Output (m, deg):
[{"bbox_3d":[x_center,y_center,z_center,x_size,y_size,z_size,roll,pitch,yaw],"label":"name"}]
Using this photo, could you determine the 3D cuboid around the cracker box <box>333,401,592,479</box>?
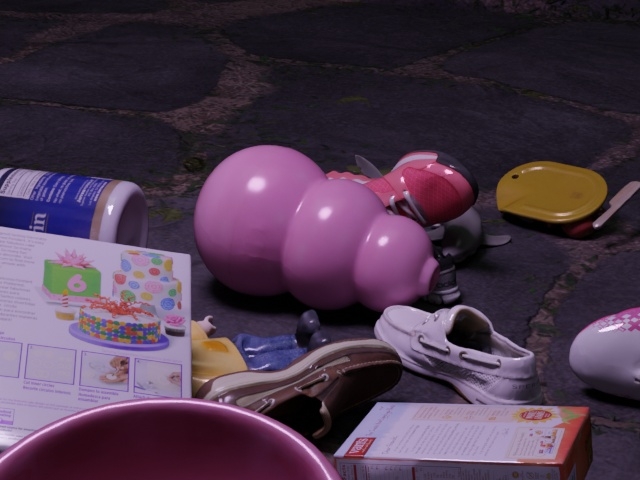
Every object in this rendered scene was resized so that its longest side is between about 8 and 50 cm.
[{"bbox_3d":[0.146,0.220,1.599,0.232,0.067,0.155,0,15,20],"label":"cracker box"}]

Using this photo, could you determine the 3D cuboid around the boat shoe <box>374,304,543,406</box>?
[{"bbox_3d":[0.171,0.121,1.938,0.098,0.096,0.277,-15,27,-35],"label":"boat shoe"}]

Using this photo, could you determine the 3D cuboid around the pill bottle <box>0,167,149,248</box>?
[{"bbox_3d":[-0.381,-0.019,2.170,0.264,0.153,0.153,7,22,13],"label":"pill bottle"}]

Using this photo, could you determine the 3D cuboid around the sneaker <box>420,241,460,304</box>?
[{"bbox_3d":[0.124,0.029,2.192,0.063,0.075,0.170,-19,29,-41],"label":"sneaker"}]

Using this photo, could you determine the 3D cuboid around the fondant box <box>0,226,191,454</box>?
[{"bbox_3d":[-0.262,0.136,1.690,0.238,0.096,0.330,9,40,-12],"label":"fondant box"}]

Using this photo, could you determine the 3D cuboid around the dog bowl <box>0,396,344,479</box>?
[{"bbox_3d":[-0.136,0.291,1.301,0.407,0.150,0.408,-3,34,2],"label":"dog bowl"}]

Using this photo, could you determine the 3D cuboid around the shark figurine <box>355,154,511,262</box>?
[{"bbox_3d":[0.180,-0.063,2.383,0.166,0.116,0.278,-10,26,-30],"label":"shark figurine"}]

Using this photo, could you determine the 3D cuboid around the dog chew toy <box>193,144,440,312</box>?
[{"bbox_3d":[0.000,0.000,2.112,0.331,0.207,0.206,20,27,19],"label":"dog chew toy"}]

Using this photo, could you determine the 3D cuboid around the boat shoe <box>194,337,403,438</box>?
[{"bbox_3d":[-0.011,0.187,1.792,0.257,0.095,0.095,-15,41,-23],"label":"boat shoe"}]

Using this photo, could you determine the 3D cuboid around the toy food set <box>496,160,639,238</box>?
[{"bbox_3d":[0.375,-0.049,2.434,0.217,0.071,0.128,16,50,36],"label":"toy food set"}]

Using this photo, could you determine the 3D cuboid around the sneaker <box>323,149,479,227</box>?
[{"bbox_3d":[0.085,-0.032,2.251,0.313,0.116,0.136,-11,33,40],"label":"sneaker"}]

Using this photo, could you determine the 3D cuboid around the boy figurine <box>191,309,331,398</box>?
[{"bbox_3d":[-0.137,0.140,1.879,0.285,0.092,0.177,-1,28,-14],"label":"boy figurine"}]

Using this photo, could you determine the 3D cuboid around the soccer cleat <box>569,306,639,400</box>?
[{"bbox_3d":[0.461,0.151,1.859,0.331,0.116,0.143,3,22,2],"label":"soccer cleat"}]
